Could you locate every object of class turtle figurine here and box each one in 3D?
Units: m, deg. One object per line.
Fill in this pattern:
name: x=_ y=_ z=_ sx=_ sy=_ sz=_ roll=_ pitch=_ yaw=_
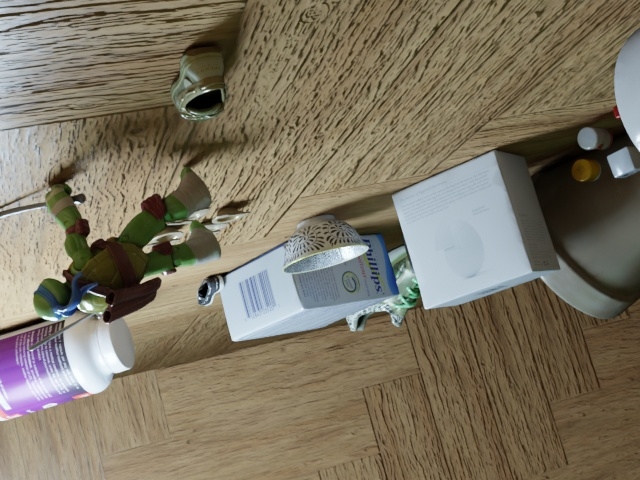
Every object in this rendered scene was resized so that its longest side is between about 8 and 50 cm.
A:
turtle figurine: x=-0.286 y=0.005 z=1.293 sx=0.266 sy=0.198 sz=0.274 roll=-27 pitch=-174 yaw=-28

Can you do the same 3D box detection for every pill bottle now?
pill bottle: x=-0.568 y=0.258 z=2.059 sx=0.322 sy=0.182 sz=0.181 roll=-17 pitch=169 yaw=8

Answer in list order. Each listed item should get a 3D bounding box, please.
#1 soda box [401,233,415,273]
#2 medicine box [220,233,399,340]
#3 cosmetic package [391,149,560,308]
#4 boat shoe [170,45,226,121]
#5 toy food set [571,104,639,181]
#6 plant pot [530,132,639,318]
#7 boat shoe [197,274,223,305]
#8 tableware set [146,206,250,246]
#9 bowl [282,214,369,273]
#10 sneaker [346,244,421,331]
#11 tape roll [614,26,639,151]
soda box: x=0.335 y=-0.011 z=2.184 sx=0.286 sy=0.098 sz=0.091 roll=-14 pitch=167 yaw=-12
medicine box: x=-0.028 y=0.103 z=2.116 sx=0.289 sy=0.149 sz=0.263 roll=-6 pitch=165 yaw=-42
cosmetic package: x=0.280 y=-0.016 z=1.760 sx=0.224 sy=0.225 sz=0.138 roll=-22 pitch=168 yaw=33
boat shoe: x=-0.123 y=-0.151 z=1.015 sx=0.056 sy=0.048 sz=0.153 roll=-12 pitch=168 yaw=-17
toy food set: x=0.539 y=-0.174 z=1.633 sx=0.104 sy=0.111 sz=0.232 roll=-4 pitch=161 yaw=-44
plant pot: x=0.569 y=-0.060 z=1.863 sx=0.323 sy=0.323 sz=0.280 roll=-4 pitch=146 yaw=-46
boat shoe: x=-0.251 y=0.112 z=2.126 sx=0.038 sy=0.046 sz=0.125 roll=-9 pitch=164 yaw=-31
tableware set: x=-0.201 y=-0.025 z=1.594 sx=0.141 sy=0.020 sz=0.168 roll=-8 pitch=167 yaw=-33
bowl: x=0.000 y=0.000 z=1.833 sx=0.170 sy=0.080 sz=0.170 roll=-15 pitch=169 yaw=-3
sneaker: x=0.207 y=0.119 z=2.424 sx=0.410 sy=0.182 sz=0.158 roll=-24 pitch=166 yaw=36
tape roll: x=0.500 y=-0.194 z=1.151 sx=0.246 sy=0.246 sz=0.169 roll=-11 pitch=167 yaw=-22
